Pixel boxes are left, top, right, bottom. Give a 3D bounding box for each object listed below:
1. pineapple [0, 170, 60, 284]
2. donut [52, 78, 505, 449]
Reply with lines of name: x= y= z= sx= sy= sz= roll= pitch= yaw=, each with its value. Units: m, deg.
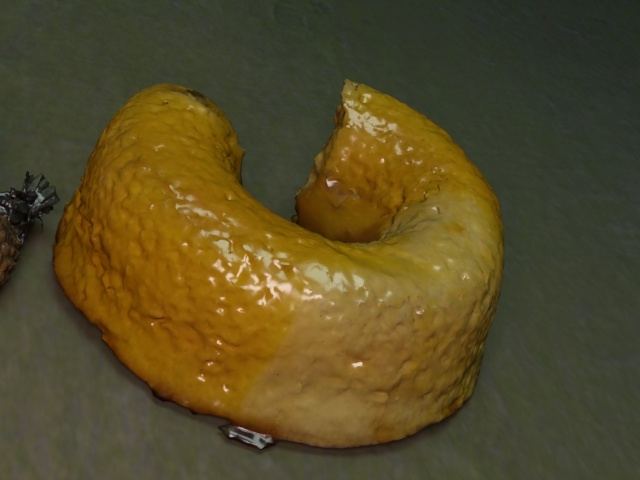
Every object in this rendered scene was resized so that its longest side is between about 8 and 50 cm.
pineapple: x=-0.275 y=-0.010 z=1.038 sx=0.074 sy=0.074 sz=0.159 roll=20 pitch=29 yaw=0
donut: x=0.000 y=0.000 z=1.087 sx=0.435 sy=0.163 sz=0.377 roll=-5 pitch=40 yaw=-37
